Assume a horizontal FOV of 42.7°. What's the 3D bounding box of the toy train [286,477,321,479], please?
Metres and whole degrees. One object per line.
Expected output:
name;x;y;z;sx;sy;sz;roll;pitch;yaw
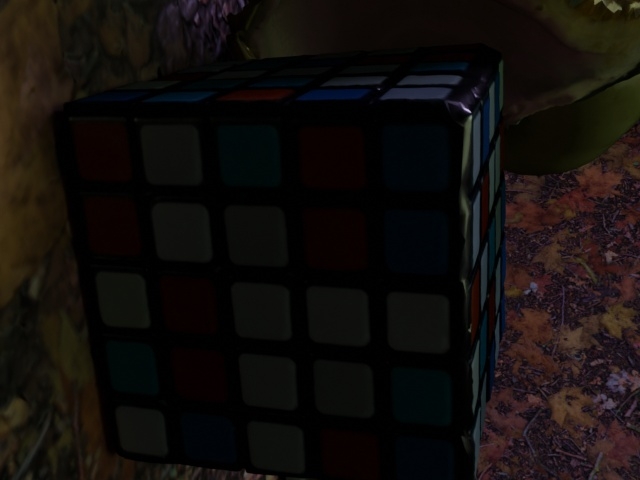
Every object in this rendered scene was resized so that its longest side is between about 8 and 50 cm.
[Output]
toy train;0.021;0.231;0.715;0.127;0.089;0.220;4;87;-85

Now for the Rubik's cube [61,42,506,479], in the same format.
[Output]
Rubik's cube;0.000;0.000;0.433;0.182;0.187;0.184;-49;135;-65

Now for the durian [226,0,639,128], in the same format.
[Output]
durian;0.046;-0.147;0.502;0.195;0.305;0.186;-1;89;-48

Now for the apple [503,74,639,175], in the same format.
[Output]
apple;0.272;-0.270;1.069;0.357;0.357;0.358;1;90;-74
